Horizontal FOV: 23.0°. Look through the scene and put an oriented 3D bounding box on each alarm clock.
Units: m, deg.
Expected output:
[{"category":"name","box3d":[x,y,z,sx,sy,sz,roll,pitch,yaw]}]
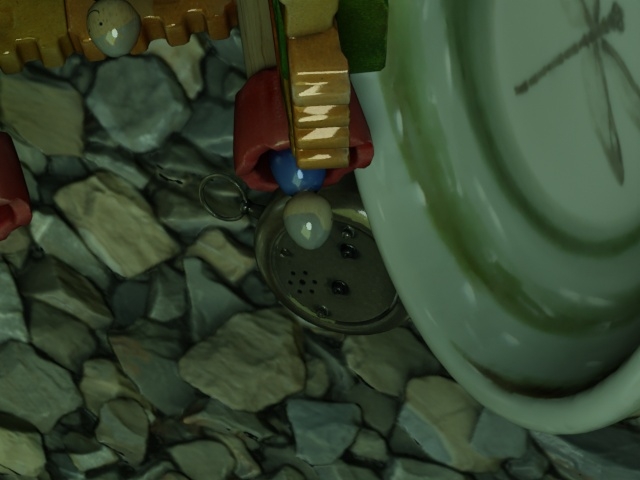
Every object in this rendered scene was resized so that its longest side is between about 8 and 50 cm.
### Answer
[{"category":"alarm clock","box3d":[0.000,0.000,1.108,0.192,0.064,0.129,23,133,9]}]

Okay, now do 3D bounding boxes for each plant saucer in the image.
[{"category":"plant saucer","box3d":[0.125,-0.101,0.833,0.101,0.400,0.400,-9,136,-22]}]

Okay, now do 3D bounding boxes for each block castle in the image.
[{"category":"block castle","box3d":[-0.121,-0.130,0.782,0.303,0.212,0.453,-9,161,-1]}]
